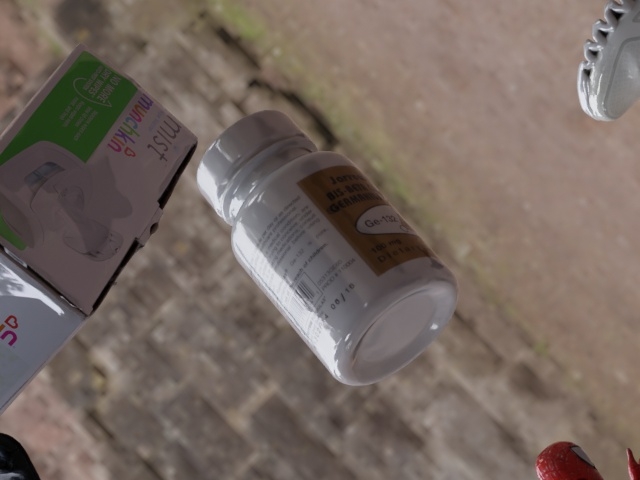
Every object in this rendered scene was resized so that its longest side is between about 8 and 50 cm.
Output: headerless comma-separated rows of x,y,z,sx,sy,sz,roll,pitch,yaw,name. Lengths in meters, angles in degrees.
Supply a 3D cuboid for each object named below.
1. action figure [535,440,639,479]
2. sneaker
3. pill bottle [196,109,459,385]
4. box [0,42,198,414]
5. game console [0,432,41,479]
0.245,0.197,1.115,0.280,0.139,0.091,42,139,4,action figure
0.356,-0.221,1.860,0.118,0.292,0.110,46,-159,24,sneaker
0.000,0.000,1.645,0.229,0.131,0.131,49,176,28,pill bottle
-0.228,0.020,1.410,0.127,0.231,0.262,39,-147,-8,box
-0.430,0.259,2.054,0.361,0.044,0.213,-5,129,33,game console
